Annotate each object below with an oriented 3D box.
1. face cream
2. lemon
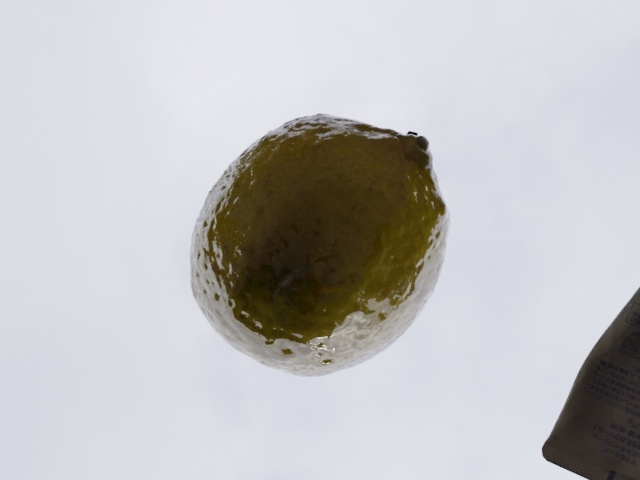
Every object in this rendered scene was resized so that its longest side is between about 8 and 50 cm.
[{"bbox_3d":[0.267,0.092,1.041,0.114,0.070,0.224,22,-104,21],"label":"face cream"},{"bbox_3d":[0.000,0.000,1.358,0.253,0.253,0.310,49,-62,18],"label":"lemon"}]
